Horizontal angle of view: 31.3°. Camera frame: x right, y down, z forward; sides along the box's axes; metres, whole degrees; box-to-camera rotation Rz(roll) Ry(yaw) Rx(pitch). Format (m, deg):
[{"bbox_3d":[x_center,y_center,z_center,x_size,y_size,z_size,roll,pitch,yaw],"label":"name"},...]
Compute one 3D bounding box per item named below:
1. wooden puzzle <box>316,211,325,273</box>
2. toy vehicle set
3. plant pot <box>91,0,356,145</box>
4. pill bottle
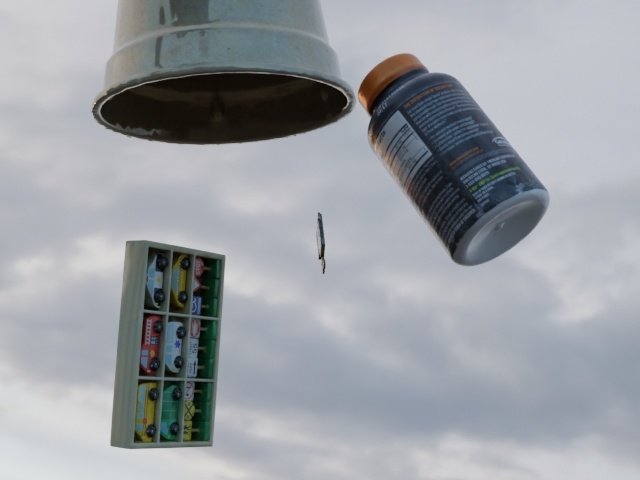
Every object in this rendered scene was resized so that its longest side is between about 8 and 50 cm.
[{"bbox_3d":[0.000,0.000,1.499,0.006,0.083,0.049,-3,-36,-5],"label":"wooden puzzle"},{"bbox_3d":[-0.199,0.141,1.520,0.035,0.267,0.166,0,-7,34],"label":"toy vehicle set"},{"bbox_3d":[-0.130,-0.311,1.469,0.334,0.305,0.334,-3,-10,-1],"label":"plant pot"},{"bbox_3d":[0.140,-0.101,1.297,0.130,0.246,0.130,-26,-27,-14],"label":"pill bottle"}]
